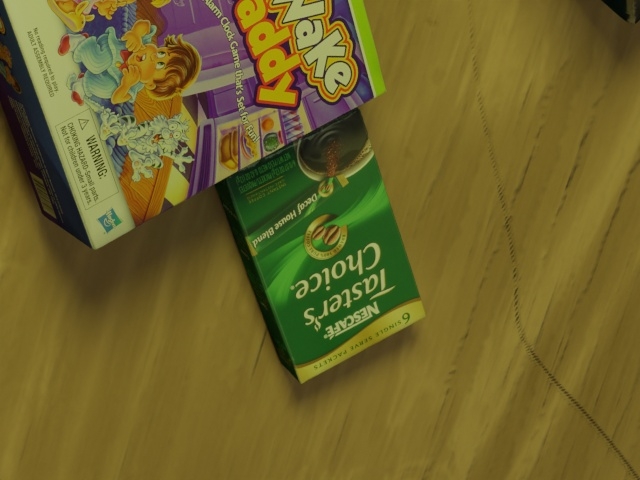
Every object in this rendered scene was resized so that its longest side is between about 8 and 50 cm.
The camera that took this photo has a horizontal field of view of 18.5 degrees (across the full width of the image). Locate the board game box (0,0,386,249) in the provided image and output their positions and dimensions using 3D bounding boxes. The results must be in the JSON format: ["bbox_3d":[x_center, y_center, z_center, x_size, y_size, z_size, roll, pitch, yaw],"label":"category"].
[{"bbox_3d":[-0.110,-0.201,1.209,0.233,0.078,0.347,-30,123,-22],"label":"board game box"}]

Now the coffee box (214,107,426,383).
[{"bbox_3d":[0.000,0.000,1.395,0.113,0.040,0.184,-26,121,-15],"label":"coffee box"}]

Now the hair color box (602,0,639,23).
[{"bbox_3d":[0.294,-0.323,1.321,0.347,0.105,0.174,-45,162,-4],"label":"hair color box"}]
